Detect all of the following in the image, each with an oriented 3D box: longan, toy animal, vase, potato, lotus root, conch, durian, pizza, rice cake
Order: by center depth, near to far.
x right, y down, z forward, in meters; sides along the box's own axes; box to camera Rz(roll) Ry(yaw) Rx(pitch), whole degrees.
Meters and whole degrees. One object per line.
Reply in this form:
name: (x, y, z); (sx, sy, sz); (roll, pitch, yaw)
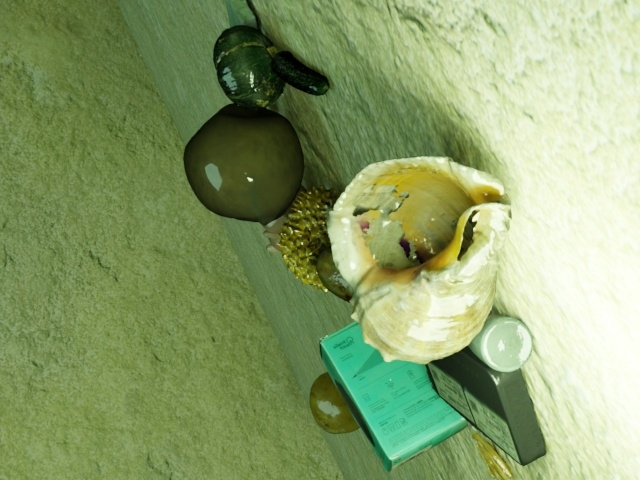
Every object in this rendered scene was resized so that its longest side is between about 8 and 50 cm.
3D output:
conch: (0.164, 0.009, 1.287); (0.297, 0.210, 0.352); (47, 119, 9)
vase: (0.267, 0.154, 1.394); (0.086, 0.086, 0.214); (67, 171, -8)
pizza: (0.351, 0.450, 1.713); (0.123, 0.026, 0.109); (51, 164, 38)
lotus root: (0.095, 0.072, 1.717); (0.241, 0.124, 0.123); (17, 115, 38)
durian: (0.009, -0.006, 1.876); (0.250, 0.183, 0.138); (63, 146, 10)
longan: (-0.173, -0.171, 1.925); (0.350, 0.288, 0.288); (-67, -46, -78)
rice cake: (-0.183, -0.491, 2.021); (0.127, 0.043, 0.237); (60, 168, 20)
toy animal: (-0.081, -0.063, 2.171); (0.250, 0.154, 0.167); (80, 180, -59)
potato: (0.080, 0.508, 2.604); (0.158, 0.178, 0.204); (-6, 95, 59)

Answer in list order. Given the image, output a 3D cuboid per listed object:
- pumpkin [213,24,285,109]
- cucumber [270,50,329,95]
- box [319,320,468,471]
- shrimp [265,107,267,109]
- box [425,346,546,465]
pumpkin: (-0.156, -0.382, 1.869); (0.190, 0.146, 0.190); (-7, -90, -71)
cucumber: (-0.037, -0.337, 1.732); (0.052, 0.058, 0.214); (19, -165, -35)
box: (0.156, 0.319, 1.847); (0.311, 0.205, 0.118); (57, 162, 25)
shrimp: (-0.209, -0.413, 2.163); (0.152, 0.063, 0.287); (42, -162, -56)
box: (0.283, 0.260, 1.571); (0.211, 0.058, 0.350); (68, 167, -20)
